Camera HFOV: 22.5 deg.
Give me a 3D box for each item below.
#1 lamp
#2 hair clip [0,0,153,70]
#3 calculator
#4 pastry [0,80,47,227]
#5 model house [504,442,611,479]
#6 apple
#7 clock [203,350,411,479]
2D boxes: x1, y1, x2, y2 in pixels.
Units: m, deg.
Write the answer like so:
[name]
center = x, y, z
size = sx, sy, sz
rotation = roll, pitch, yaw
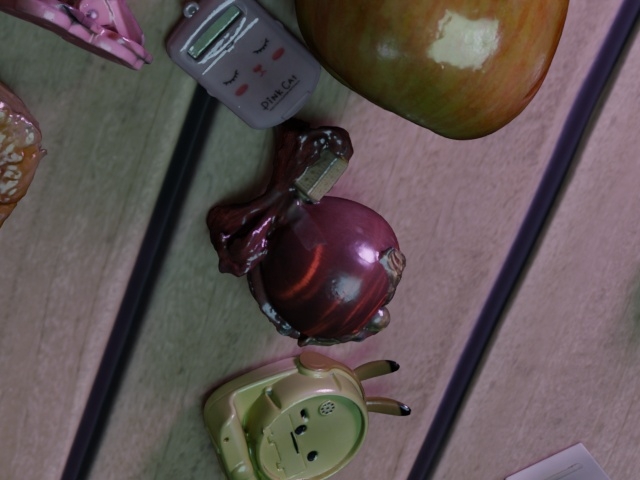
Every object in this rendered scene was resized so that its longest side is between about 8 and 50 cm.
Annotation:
[lamp]
center = 0.006, 0.006, 1.677
size = 0.223, 0.151, 0.215
rotation = 34, 99, -36
[hair clip]
center = -0.225, -0.195, 1.458
size = 0.102, 0.123, 0.138
rotation = -41, 129, -22
[calculator]
center = -0.075, -0.181, 1.586
size = 0.100, 0.032, 0.175
rotation = -45, 129, 8
[pastry]
center = -0.360, -0.076, 1.479
size = 0.182, 0.093, 0.192
rotation = 33, 99, -37
[model house]
center = 0.323, 0.364, 2.106
size = 0.127, 0.100, 0.149
rotation = -24, 131, -9
[apple]
center = 0.111, -0.232, 1.500
size = 0.264, 0.264, 0.264
rotation = -13, 126, -18
[clock]
center = -0.012, 0.207, 1.855
size = 0.232, 0.069, 0.170
rotation = -24, 129, -10
